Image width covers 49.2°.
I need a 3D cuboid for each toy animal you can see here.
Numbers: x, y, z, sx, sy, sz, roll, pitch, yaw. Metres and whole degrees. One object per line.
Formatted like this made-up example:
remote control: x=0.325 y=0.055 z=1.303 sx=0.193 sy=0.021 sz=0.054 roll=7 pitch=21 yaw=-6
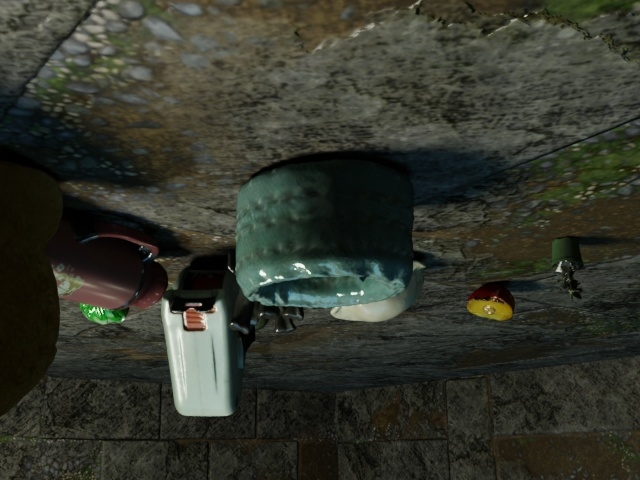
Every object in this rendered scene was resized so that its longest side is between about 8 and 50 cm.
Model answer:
toy animal: x=-0.072 y=0.065 z=1.048 sx=0.114 sy=0.146 sz=0.245 roll=11 pitch=157 yaw=-29

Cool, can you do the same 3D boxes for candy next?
candy: x=-0.395 y=0.058 z=1.160 sx=0.097 sy=0.097 sz=0.323 roll=-2 pitch=155 yaw=3

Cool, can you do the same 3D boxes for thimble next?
thimble: x=0.000 y=0.000 z=0.846 sx=0.235 sy=0.143 sz=0.198 roll=-10 pitch=160 yaw=34

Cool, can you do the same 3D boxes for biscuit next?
biscuit: x=-0.371 y=0.020 z=0.723 sx=0.057 sy=0.287 sz=0.344 roll=4 pitch=136 yaw=17

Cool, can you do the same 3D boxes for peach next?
peach: x=0.335 y=0.115 z=1.370 sx=0.098 sy=0.061 sz=0.098 roll=15 pitch=150 yaw=9

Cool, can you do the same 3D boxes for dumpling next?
dumpling: x=0.096 y=0.075 z=1.174 sx=0.169 sy=0.100 sz=0.134 roll=-5 pitch=148 yaw=7

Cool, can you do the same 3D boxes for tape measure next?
tape measure: x=-0.181 y=0.156 z=1.187 sx=0.125 sy=0.243 sz=0.246 roll=2 pitch=-155 yaw=3

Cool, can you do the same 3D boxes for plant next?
plant: x=0.383 y=0.048 z=1.083 sx=0.051 sy=0.102 sz=0.051 roll=1 pitch=161 yaw=0

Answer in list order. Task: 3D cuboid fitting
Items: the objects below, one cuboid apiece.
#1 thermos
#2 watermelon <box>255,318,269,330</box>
thermos: x=-0.329 y=0.023 z=0.992 sx=0.109 sy=0.136 sz=0.330 roll=30 pitch=180 yaw=31
watermelon: x=-0.154 y=0.149 z=1.427 sx=0.110 sy=0.078 sz=0.078 roll=-3 pitch=164 yaw=26
